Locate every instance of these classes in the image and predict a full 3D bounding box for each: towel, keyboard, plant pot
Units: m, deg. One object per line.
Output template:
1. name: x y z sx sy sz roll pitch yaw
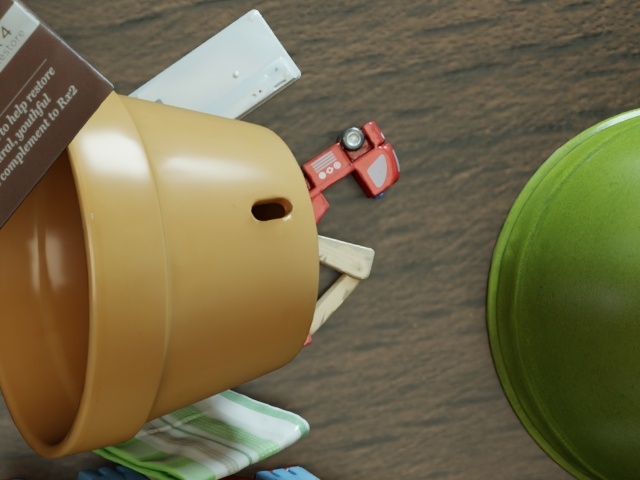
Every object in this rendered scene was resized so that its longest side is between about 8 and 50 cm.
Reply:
1. towel: -0.096 0.157 1.274 0.113 0.152 0.023 15 110 34
2. keyboard: -0.140 -0.100 1.358 0.256 0.014 0.072 -35 87 -5
3. plant pot: -0.134 0.011 1.232 0.203 0.291 0.291 -6 90 -27
4. plant pot: 0.343 0.058 1.230 0.366 0.353 0.366 0 89 -5

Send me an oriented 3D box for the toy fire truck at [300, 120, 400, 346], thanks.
1. toy fire truck: 0.000 0.000 1.350 0.192 0.047 0.135 -33 93 -6

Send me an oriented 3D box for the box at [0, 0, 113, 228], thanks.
1. box: -0.324 -0.127 1.154 0.191 0.381 0.143 -51 125 -4

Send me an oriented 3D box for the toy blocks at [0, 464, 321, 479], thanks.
1. toy blocks: -0.101 0.259 1.233 0.381 0.261 0.191 -2 107 -37
